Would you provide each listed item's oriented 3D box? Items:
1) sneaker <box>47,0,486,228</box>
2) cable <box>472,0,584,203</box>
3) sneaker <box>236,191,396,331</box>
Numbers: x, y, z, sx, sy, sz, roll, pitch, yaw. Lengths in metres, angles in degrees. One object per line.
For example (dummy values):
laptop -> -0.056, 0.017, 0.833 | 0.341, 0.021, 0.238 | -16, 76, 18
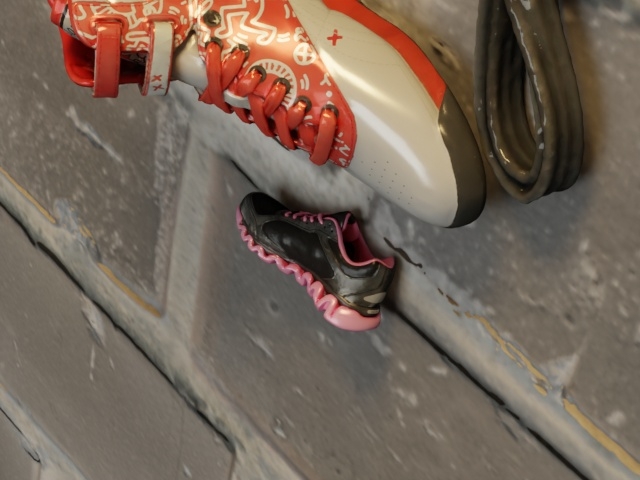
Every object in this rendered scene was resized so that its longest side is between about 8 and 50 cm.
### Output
sneaker -> -0.044, -0.088, 0.812 | 0.270, 0.145, 0.090 | 54, 155, 17
cable -> 0.077, -0.147, 0.693 | 0.139, 0.072, 0.287 | 44, 142, 35
sneaker -> 0.000, 0.000, 0.925 | 0.119, 0.047, 0.057 | 40, 120, 27
